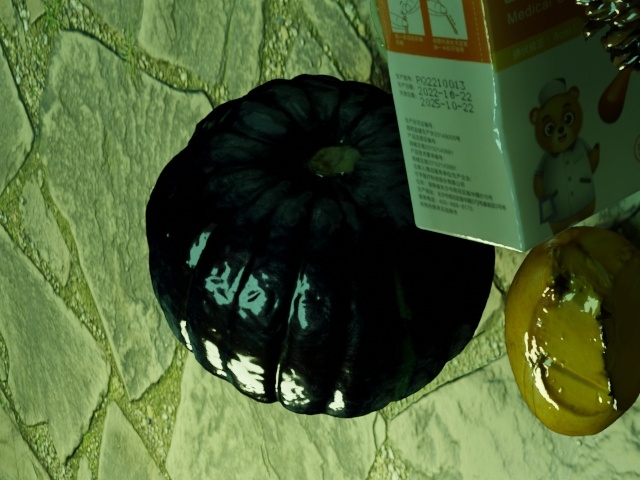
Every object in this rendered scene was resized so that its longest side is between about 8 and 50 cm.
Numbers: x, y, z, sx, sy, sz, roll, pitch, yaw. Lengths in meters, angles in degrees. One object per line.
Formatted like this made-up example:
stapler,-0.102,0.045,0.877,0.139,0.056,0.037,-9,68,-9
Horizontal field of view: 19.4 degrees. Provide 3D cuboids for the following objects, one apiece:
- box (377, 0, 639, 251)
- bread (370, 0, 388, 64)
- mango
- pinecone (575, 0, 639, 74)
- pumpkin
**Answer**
box,0.179,-0.192,1.653,0.143,0.225,0.341,14,122,49
bread,0.107,-0.213,1.884,0.149,0.073,0.122,55,148,18
mango,0.250,0.095,1.831,0.154,0.126,0.252,31,142,27
pinecone,0.318,-0.206,1.476,0.221,0.221,0.221,34,136,41
pumpkin,0.000,0.000,1.915,0.363,0.363,0.266,47,151,27
